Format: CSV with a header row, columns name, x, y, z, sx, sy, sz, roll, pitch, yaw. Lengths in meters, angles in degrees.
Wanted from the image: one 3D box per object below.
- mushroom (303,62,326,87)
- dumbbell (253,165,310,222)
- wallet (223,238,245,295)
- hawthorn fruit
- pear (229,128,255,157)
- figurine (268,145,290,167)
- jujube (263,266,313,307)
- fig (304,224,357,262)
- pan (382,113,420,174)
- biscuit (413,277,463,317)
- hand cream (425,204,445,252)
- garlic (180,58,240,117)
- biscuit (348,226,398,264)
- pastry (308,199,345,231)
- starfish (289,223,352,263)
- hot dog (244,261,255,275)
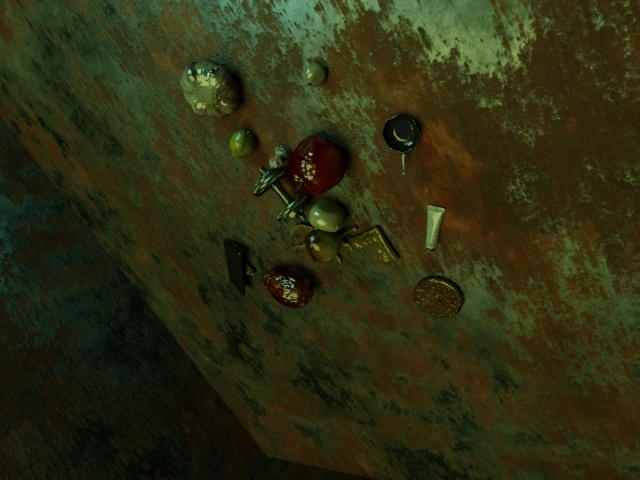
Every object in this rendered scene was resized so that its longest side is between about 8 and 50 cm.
name,x,y,z,sx,sy,sz,roll,pitch,yaw
mushroom,-0.024,-0.589,1.458,0.079,0.085,0.085,59,146,34
dumbbell,-0.162,-0.199,1.753,0.290,0.192,0.192,49,135,-7
wallet,-0.473,0.150,2.315,0.171,0.044,0.320,35,139,35
hawthorn fruit,-0.025,-0.261,1.571,0.230,0.265,0.210,-2,139,39
pear,-0.333,-0.414,1.770,0.107,0.107,0.131,41,125,2
figurine,-0.173,-0.341,1.702,0.072,0.129,0.054,3,137,28
jujube,-0.167,0.234,2.086,0.291,0.197,0.197,24,134,39
fig,0.047,0.015,1.760,0.231,0.143,0.160,-6,135,11
pan,0.276,-0.344,1.445,0.129,0.048,0.201,28,132,16
biscuit,0.496,0.240,1.744,0.212,0.036,0.212,17,129,22
hand cream,0.431,-0.044,1.576,0.067,0.042,0.194,20,127,31
garlic,-0.435,-0.612,1.661,0.245,0.160,0.244,5,133,6
biscuit,0.230,0.036,1.770,0.174,0.039,0.183,-29,102,43
pastry,0.030,-0.101,1.723,0.157,0.156,0.091,26,132,16
starfish,-0.002,0.002,1.891,0.303,0.060,0.299,34,133,8
hot dog,-0.399,0.160,2.297,0.083,0.035,0.058,48,132,-5
